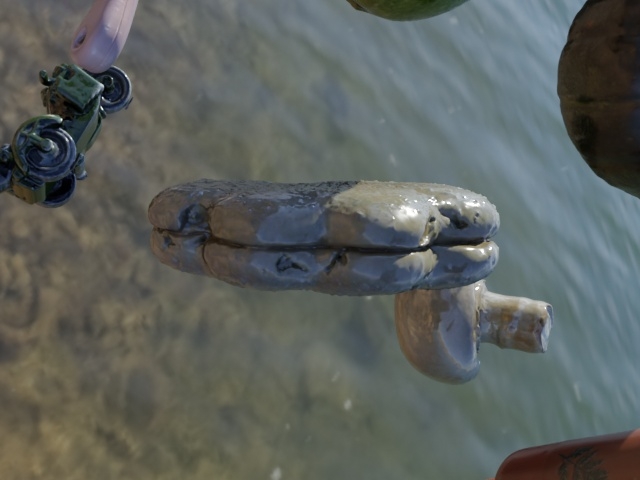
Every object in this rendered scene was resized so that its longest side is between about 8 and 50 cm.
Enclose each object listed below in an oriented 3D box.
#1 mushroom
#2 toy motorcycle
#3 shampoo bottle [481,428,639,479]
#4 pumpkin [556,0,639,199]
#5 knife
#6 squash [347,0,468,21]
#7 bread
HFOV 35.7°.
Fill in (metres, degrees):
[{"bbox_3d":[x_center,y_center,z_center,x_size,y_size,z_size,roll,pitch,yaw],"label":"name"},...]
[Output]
[{"bbox_3d":[0.189,0.090,1.325,0.206,0.209,0.206,31,49,-43],"label":"mushroom"},{"bbox_3d":[-0.367,-0.162,1.393,0.127,0.205,0.275,25,71,-5],"label":"toy motorcycle"},{"bbox_3d":[0.192,0.196,0.768,0.085,0.244,0.085,20,59,-37],"label":"shampoo bottle"},{"bbox_3d":[0.314,-0.138,0.815,0.238,0.159,0.238,-2,98,-18],"label":"pumpkin"},{"bbox_3d":[-0.207,-0.341,1.133,0.043,0.081,0.335,29,70,-34],"label":"knife"},{"bbox_3d":[0.137,-0.379,1.120,0.310,0.308,0.310,16,30,-10],"label":"squash"},{"bbox_3d":[0.000,-0.005,0.925,0.183,0.337,0.102,-58,150,-84],"label":"bread"}]
